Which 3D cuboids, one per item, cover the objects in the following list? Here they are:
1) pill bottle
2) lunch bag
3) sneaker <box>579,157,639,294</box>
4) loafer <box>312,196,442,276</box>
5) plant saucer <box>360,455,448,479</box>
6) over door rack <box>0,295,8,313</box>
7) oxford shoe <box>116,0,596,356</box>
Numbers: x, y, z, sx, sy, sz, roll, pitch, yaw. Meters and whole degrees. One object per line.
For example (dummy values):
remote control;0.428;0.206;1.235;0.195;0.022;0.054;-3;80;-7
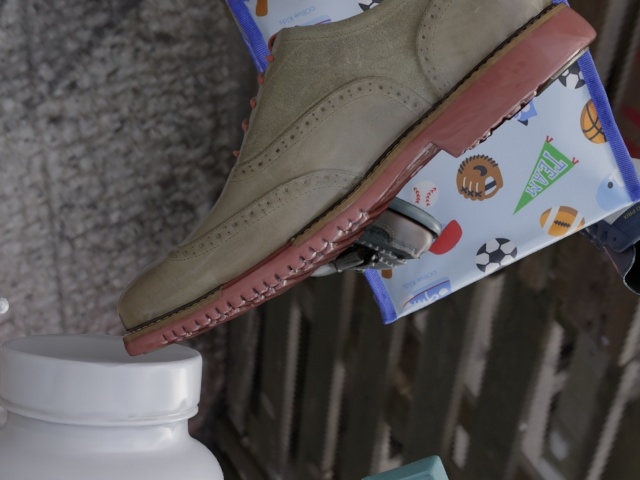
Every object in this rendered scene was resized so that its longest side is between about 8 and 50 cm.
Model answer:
pill bottle;-0.166;0.241;0.947;0.188;0.188;0.334;2;93;-40
lunch bag;0.117;-0.167;1.443;0.328;0.239;0.385;-28;112;0
sneaker;0.361;-0.016;1.615;0.131;0.350;0.148;40;69;-41
loafer;0.000;0.000;1.099;0.096;0.267;0.084;30;80;-31
plant saucer;0.094;0.264;1.024;0.067;0.192;0.018;-21;-175;14
over door rack;-0.421;-0.086;1.309;0.108;0.239;0.324;-32;128;5
oxford shoe;-0.005;-0.061;0.827;0.348;0.130;0.123;-38;178;8
